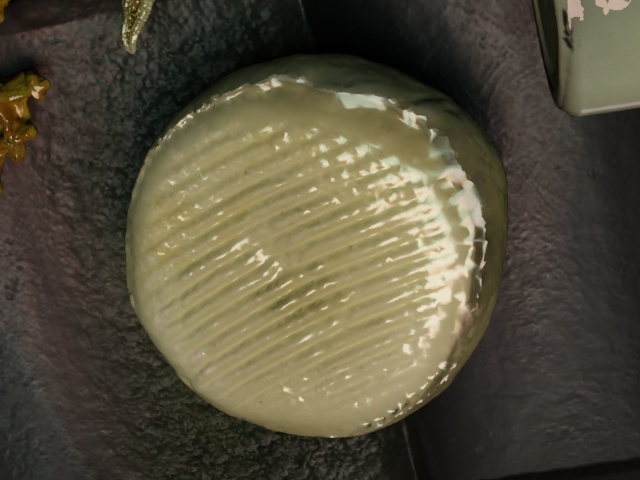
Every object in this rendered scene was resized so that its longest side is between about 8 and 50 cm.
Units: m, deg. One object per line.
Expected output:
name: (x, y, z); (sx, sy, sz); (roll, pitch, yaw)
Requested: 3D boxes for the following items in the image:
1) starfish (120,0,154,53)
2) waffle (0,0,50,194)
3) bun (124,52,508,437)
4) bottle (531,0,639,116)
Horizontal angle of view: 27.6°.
starfish: (-0.082, -0.219, 0.879); (0.176, 0.053, 0.208); (32, 119, -13)
waffle: (-0.317, -0.118, 0.954); (0.228, 0.051, 0.231); (26, 118, -9)
bun: (0.000, 0.000, 0.939); (0.287, 0.146, 0.287); (4, 107, 14)
bottle: (0.301, -0.192, 0.782); (0.351, 0.229, 0.229); (-8, 117, 5)
